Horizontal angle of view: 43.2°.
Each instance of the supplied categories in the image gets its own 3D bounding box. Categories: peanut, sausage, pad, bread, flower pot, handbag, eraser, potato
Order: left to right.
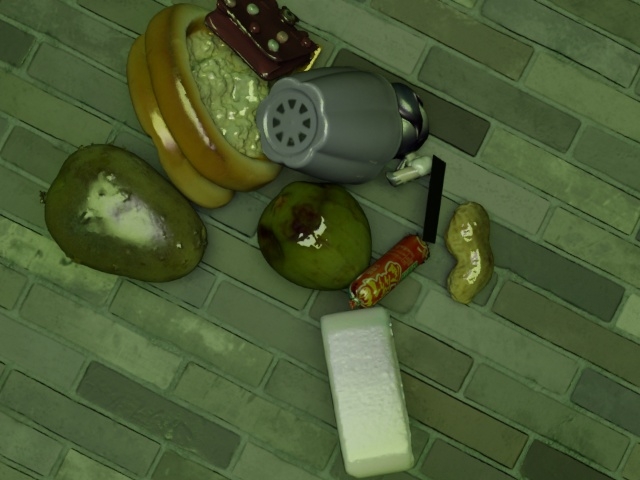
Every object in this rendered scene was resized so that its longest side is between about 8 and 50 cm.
[{"bbox_3d":[-0.424,-0.036,1.748,0.359,0.219,0.269,39,96,-4],"label":"potato"},{"bbox_3d":[-0.244,-0.295,1.762,0.329,0.245,0.424,-30,95,-42],"label":"bread"},{"bbox_3d":[-0.119,-0.452,1.736,0.203,0.216,0.074,47,128,3],"label":"handbag"},{"bbox_3d":[0.006,-0.248,1.693,0.265,0.243,0.265,2,94,33],"label":"flower pot"},{"bbox_3d":[0.088,0.288,1.666,0.150,0.331,0.331,-7,89,0],"label":"eraser"},{"bbox_3d":[0.138,0.075,1.738,0.083,0.083,0.264,52,48,1],"label":"sausage"},{"bbox_3d":[0.253,-0.089,1.797,0.004,0.127,0.190,7,88,22],"label":"pad"},{"bbox_3d":[0.333,0.028,1.808,0.103,0.098,0.229,-4,87,41],"label":"peanut"}]

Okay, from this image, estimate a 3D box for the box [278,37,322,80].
[{"bbox_3d":[-0.132,-0.446,1.849,0.247,0.033,0.129,30,88,1],"label":"box"}]

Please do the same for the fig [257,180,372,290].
[{"bbox_3d":[0.000,0.000,1.754,0.239,0.239,0.271,-41,120,-1],"label":"fig"}]

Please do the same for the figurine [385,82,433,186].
[{"bbox_3d":[0.182,-0.238,1.791,0.145,0.145,0.222,-21,93,0],"label":"figurine"}]
